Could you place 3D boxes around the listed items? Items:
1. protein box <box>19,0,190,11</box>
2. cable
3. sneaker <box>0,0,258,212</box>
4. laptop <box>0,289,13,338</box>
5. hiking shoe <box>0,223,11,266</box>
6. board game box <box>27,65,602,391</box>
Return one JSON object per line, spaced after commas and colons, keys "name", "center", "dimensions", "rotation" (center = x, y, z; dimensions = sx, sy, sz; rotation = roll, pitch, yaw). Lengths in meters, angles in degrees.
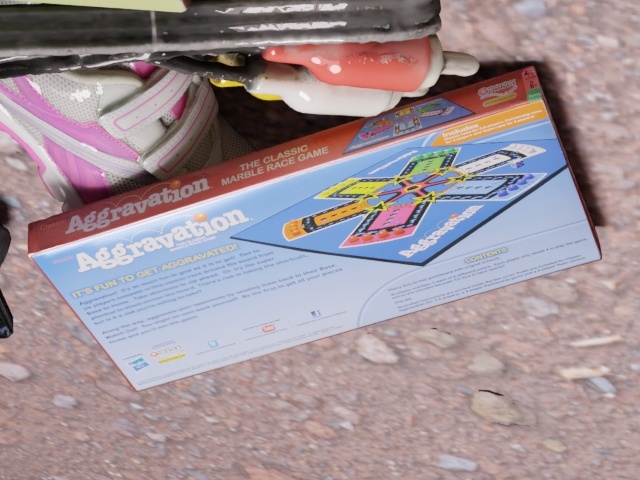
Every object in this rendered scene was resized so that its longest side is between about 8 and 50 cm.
{"name": "protein box", "center": [-0.149, -0.214, 0.772], "dimensions": [0.199, 0.136, 0.201], "rotation": [7, 148, 25]}
{"name": "cable", "center": [-0.057, -0.081, 0.868], "dimensions": [0.287, 0.072, 0.139], "rotation": [-10, -173, -32]}
{"name": "sneaker", "center": [-0.107, -0.076, 1.008], "dimensions": [0.111, 0.103, 0.252], "rotation": [-17, 137, 44]}
{"name": "laptop", "center": [-0.337, -0.177, 0.844], "dimensions": [0.408, 0.236, 0.382], "rotation": [5, 141, 16]}
{"name": "hiking shoe", "center": [-0.305, 0.011, 1.288], "dimensions": [0.227, 0.086, 0.114], "rotation": [-12, 140, 45]}
{"name": "board game box", "center": [0.000, 0.000, 1.026], "dimensions": [0.281, 0.027, 0.145], "rotation": [-16, 142, 11]}
